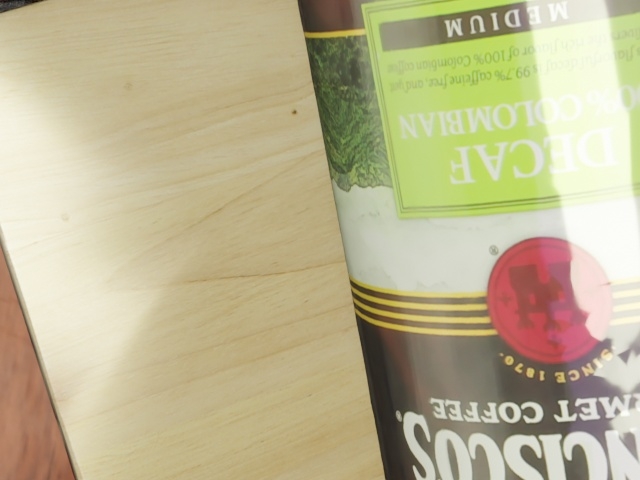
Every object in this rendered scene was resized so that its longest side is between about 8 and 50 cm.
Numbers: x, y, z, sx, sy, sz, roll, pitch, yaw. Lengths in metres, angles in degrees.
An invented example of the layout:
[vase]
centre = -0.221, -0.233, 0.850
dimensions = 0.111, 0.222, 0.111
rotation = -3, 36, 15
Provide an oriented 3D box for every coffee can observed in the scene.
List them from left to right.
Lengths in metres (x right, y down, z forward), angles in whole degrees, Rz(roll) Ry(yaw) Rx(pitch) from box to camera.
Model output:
[coffee can]
centre = 0.104, -0.017, 0.635
dimensions = 0.201, 0.201, 0.275
rotation = -7, 100, 20

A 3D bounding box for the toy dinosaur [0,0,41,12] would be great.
[toy dinosaur]
centre = -0.122, -0.091, 0.834
dimensions = 0.268, 0.064, 0.118
rotation = -16, 111, 26

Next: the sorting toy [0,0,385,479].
[sorting toy]
centre = 0.000, 0.000, 0.760
dimensions = 0.257, 0.089, 0.255
rotation = -18, 101, -13
